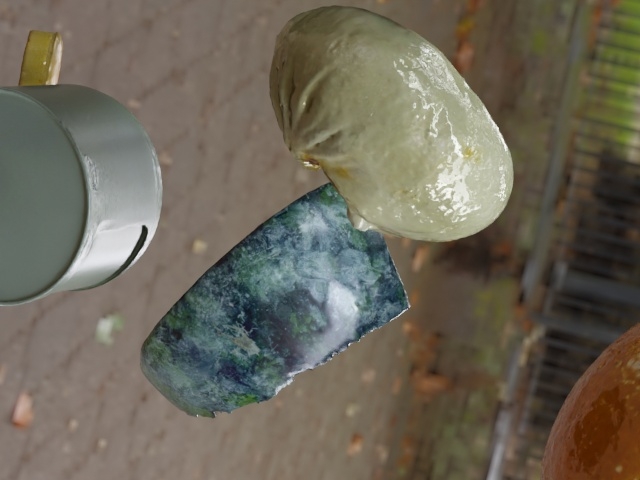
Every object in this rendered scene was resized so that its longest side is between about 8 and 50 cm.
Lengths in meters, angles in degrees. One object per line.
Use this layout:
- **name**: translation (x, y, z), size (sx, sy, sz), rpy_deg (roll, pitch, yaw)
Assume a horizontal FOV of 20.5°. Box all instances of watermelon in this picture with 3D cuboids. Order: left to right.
- **watermelon**: translation (-0.038, 0.085, 1.842), size (0.318, 0.148, 0.226), rpy_deg (-42, 169, 21)

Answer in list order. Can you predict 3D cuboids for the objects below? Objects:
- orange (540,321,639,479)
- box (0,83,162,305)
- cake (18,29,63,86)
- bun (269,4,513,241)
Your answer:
- **orange**: translation (0.391, 0.270, 1.697), size (0.424, 0.326, 0.424), rpy_deg (63, 0, 0)
- **box**: translation (-0.297, -0.052, 1.871), size (0.149, 0.226, 0.226), rpy_deg (-12, 117, -62)
- **cake**: translation (-0.319, -0.199, 2.021), size (0.084, 0.044, 0.084), rpy_deg (-170, -90, -80)
- **bun**: translation (0.040, -0.077, 1.363), size (0.127, 0.222, 0.222), rpy_deg (-49, 161, -16)
